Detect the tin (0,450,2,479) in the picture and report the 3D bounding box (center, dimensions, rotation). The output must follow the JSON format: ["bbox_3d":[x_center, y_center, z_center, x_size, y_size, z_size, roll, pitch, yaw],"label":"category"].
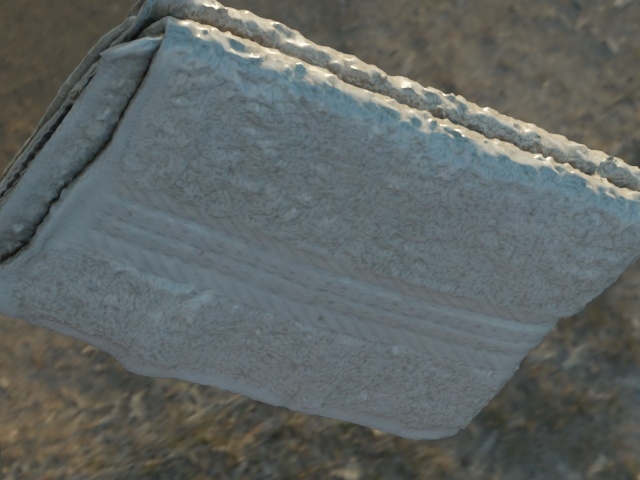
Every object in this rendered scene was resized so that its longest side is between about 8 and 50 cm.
[{"bbox_3d":[-0.198,0.136,0.827,0.106,0.189,0.040,37,22,34],"label":"tin"}]

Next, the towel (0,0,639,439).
[{"bbox_3d":[0.000,0.000,0.823,0.282,0.187,0.049,17,43,-28],"label":"towel"}]
